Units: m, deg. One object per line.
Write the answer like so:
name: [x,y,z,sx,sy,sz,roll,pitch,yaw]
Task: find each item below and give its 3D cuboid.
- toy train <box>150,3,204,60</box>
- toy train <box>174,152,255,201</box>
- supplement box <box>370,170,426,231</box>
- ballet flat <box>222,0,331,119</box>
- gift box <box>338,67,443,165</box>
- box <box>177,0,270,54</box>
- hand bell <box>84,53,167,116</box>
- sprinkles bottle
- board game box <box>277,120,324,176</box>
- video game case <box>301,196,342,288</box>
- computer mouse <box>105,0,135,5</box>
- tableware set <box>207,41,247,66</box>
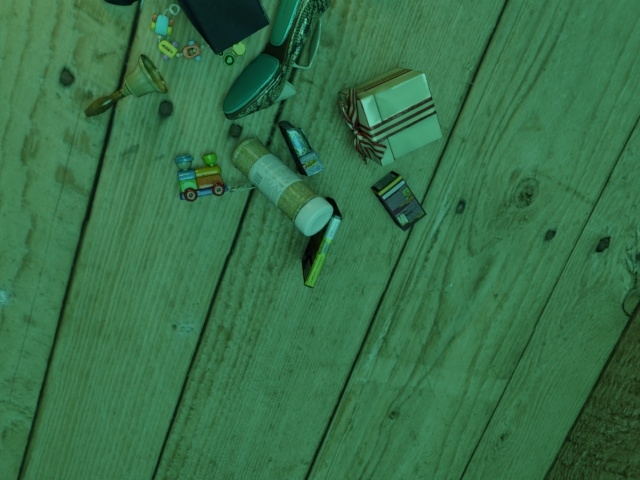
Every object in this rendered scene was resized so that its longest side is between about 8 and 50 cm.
toy train: [-0.422,-0.596,1.697,0.125,0.046,0.166,-28,119,-6]
toy train: [-0.334,-0.214,1.845,0.248,0.105,0.143,-13,100,-12]
supplement box: [0.278,-0.139,2.059,0.104,0.081,0.188,-38,116,0]
ballet flat: [-0.109,-0.550,1.760,0.182,0.164,0.483,22,102,-44]
gift box: [0.209,-0.399,1.840,0.258,0.276,0.255,-25,110,-5]
box: [-0.306,-0.693,1.514,0.182,0.296,0.294,-32,134,-2]
hand bell: [-0.584,-0.426,1.693,0.242,0.126,0.126,-28,116,8]
sprinkles bottle: [-0.121,-0.170,1.791,0.121,0.355,0.121,-39,159,-18]
board game box: [-0.055,-0.282,1.842,0.060,0.194,0.194,-27,116,-5]
video game case: [0.000,0.000,1.922,0.035,0.275,0.248,20,104,-9]
computer mouse: [-0.496,-0.706,1.634,0.242,0.041,0.071,-12,112,-13]
tableware set: [-0.257,-0.608,1.752,0.104,0.024,0.154,40,94,-26]
